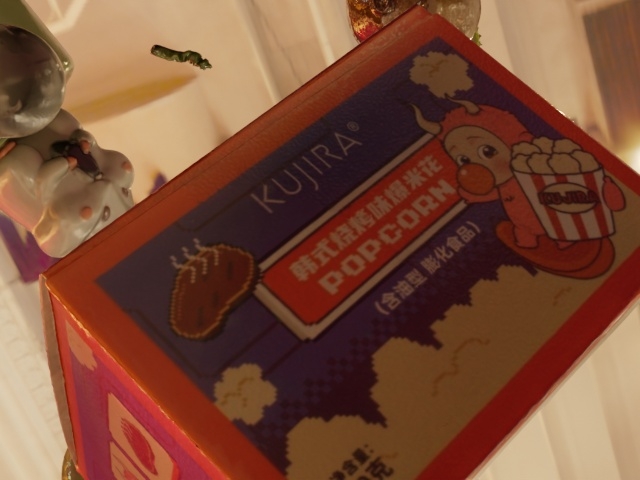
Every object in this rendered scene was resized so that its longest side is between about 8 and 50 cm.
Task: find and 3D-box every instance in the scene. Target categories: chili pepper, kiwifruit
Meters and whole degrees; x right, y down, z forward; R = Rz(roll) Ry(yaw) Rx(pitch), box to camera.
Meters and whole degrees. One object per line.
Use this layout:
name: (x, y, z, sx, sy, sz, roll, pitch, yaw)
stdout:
chili pepper: (-0.182, -0.240, 1.260, 0.083, 0.022, 0.027, 13, 169, -11)
kiwifruit: (0.139, -0.356, 1.467, 0.196, 0.196, 0.234, -5, -176, 32)

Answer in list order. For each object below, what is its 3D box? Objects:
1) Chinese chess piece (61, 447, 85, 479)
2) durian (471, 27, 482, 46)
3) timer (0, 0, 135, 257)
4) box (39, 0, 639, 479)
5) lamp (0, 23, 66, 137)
Chinese chess piece: (-0.398, 0.460, 1.822, 0.092, 0.238, 0.238, -17, -157, 15)
durian: (0.248, -0.380, 1.843, 0.100, 0.215, 0.086, -48, -162, -30)
timer: (-0.363, -0.105, 1.187, 0.291, 0.315, 0.291, -46, -168, 12)
box: (0.020, 0.081, 0.691, 0.257, 0.319, 0.348, 42, -119, 17)
lamp: (-0.285, -0.144, 0.870, 0.105, 0.105, 0.105, -17, -156, 8)
